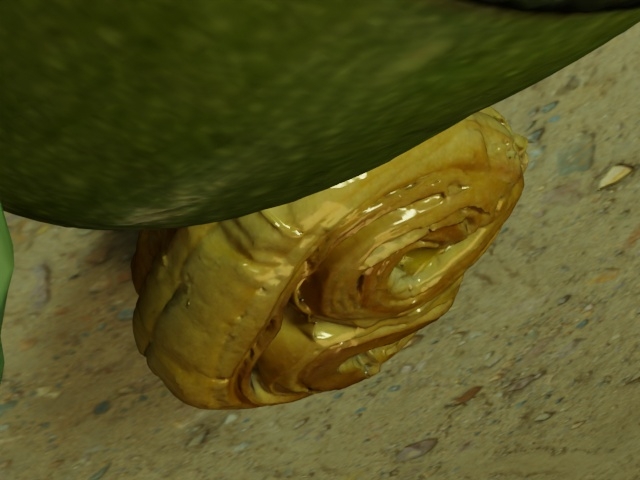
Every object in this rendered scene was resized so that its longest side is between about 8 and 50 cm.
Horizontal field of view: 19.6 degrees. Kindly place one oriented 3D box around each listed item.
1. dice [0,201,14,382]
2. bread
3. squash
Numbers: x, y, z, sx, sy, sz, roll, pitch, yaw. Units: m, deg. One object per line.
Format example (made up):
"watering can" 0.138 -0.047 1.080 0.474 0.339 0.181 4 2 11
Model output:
"dice" -0.265 -0.027 0.376 0.330 0.318 0.322 -14 167 -28
"bread" -0.003 0.001 0.999 0.198 0.120 0.236 -12 150 -32
"squash" -0.070 -0.136 0.544 0.310 0.310 0.309 -3 160 -41
